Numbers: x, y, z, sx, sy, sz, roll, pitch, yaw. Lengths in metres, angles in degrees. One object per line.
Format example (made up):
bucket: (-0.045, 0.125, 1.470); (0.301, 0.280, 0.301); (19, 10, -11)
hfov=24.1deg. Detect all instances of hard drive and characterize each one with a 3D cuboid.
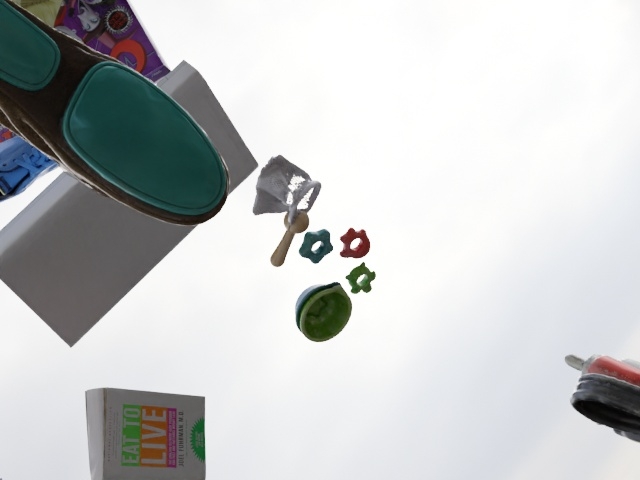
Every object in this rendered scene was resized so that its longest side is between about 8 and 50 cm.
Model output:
hard drive: (-0.219, -0.037, 1.685); (0.307, 0.040, 0.203); (-44, -33, -8)

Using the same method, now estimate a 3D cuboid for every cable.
cable: (0.321, 0.139, 1.217); (0.139, 0.287, 0.072); (30, -106, -42)

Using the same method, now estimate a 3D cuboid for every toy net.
toy net: (0.000, 0.000, 1.637); (0.122, 0.045, 0.232); (-30, -50, -15)

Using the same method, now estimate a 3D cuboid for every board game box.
board game box: (-0.382, -0.206, 1.883); (0.347, 0.208, 0.056); (-32, -10, 4)

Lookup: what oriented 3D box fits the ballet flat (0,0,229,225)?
ballet flat: (-0.239, -0.119, 1.331); (0.124, 0.342, 0.116); (-29, 33, 61)

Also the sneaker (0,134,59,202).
sneaker: (-0.327, -0.091, 1.701); (0.209, 0.082, 0.069); (-28, -58, 11)

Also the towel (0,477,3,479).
towel: (-0.360, 0.265, 1.441); (0.029, 0.119, 0.067); (-83, -11, -82)

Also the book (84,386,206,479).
book: (-0.180, 0.207, 1.568); (0.035, 0.096, 0.144); (-13, -16, 39)
